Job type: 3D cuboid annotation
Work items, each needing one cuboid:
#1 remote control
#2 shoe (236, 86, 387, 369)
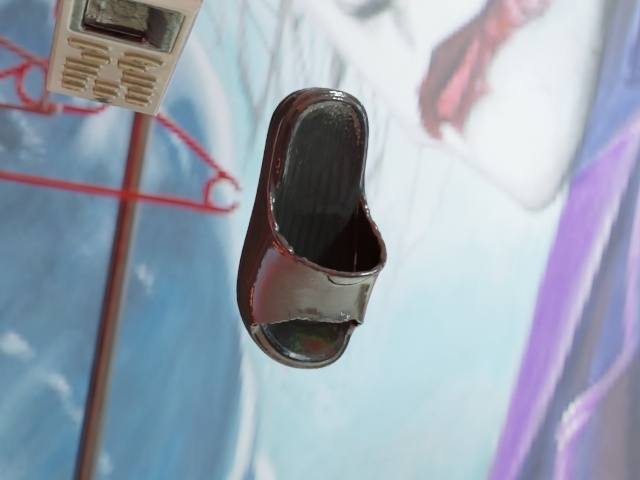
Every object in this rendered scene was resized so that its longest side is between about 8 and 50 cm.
[{"bbox_3d":[-0.158,-0.166,1.188,0.103,0.055,0.277,13,-14,-10],"label":"remote control"},{"bbox_3d":[0.000,0.000,1.215,0.108,0.241,0.093,-2,18,-26],"label":"shoe"}]
